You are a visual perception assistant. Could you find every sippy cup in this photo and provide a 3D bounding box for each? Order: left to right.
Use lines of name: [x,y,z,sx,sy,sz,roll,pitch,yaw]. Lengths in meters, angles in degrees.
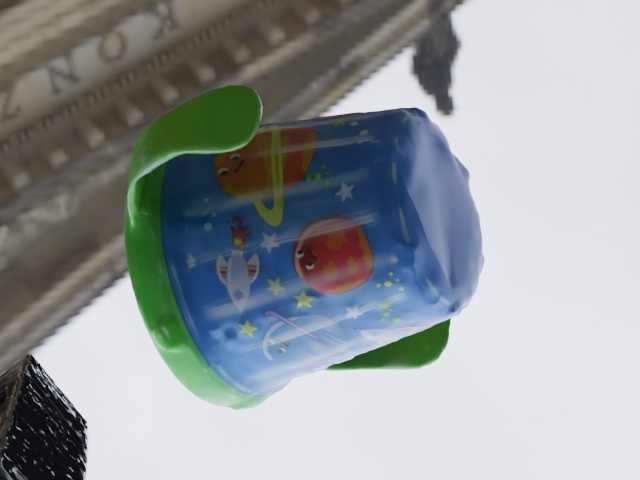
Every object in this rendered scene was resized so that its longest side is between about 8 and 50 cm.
sippy cup: [0.000,0.000,1.400,0.224,0.305,0.240,-14,-93,25]

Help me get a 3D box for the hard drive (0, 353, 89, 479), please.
hard drive: [-0.215,0.171,0.816,0.237,0.339,0.064,-39,-83,-3]
